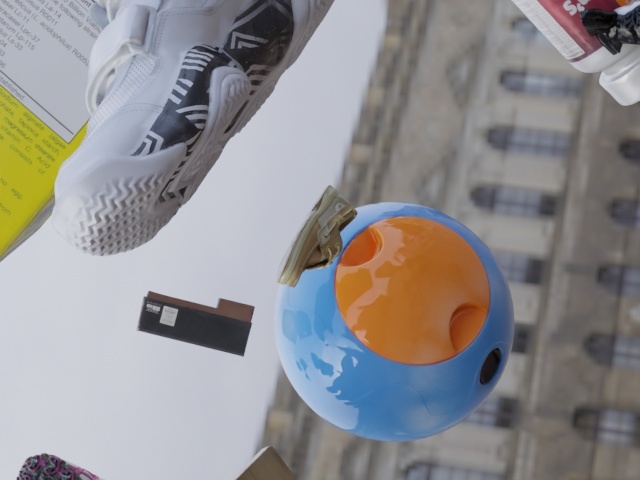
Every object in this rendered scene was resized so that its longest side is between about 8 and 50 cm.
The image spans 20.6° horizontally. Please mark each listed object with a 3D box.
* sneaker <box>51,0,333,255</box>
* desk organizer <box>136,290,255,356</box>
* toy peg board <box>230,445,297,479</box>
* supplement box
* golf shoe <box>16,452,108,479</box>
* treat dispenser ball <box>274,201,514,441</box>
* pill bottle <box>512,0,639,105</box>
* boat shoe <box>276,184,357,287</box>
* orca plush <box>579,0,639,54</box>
[{"bbox_3d":[-0.135,-0.152,1.242,0.366,0.210,0.137,-55,-1,-42],"label":"sneaker"},{"bbox_3d":[-0.146,0.091,2.071,0.050,0.130,0.047,-79,3,-66],"label":"desk organizer"},{"bbox_3d":[-0.077,0.347,1.977,0.161,0.079,0.160,55,-133,-7],"label":"toy peg board"},{"bbox_3d":[-0.281,-0.170,1.776,0.356,0.194,0.195,-47,4,17],"label":"supplement box"},{"bbox_3d":[-0.267,0.299,2.005,0.086,0.186,0.067,42,-110,-55],"label":"golf shoe"},{"bbox_3d":[0.088,0.098,2.110,0.288,0.288,0.288,7,-90,-77],"label":"treat dispenser ball"},{"bbox_3d":[0.280,-0.253,1.837,0.121,0.221,0.121,-43,12,11],"label":"pill bottle"},{"bbox_3d":[0.000,0.000,1.647,0.050,0.045,0.135,-55,3,45],"label":"boat shoe"},{"bbox_3d":[0.390,-0.244,1.680,0.102,0.287,0.151,-84,-25,-54],"label":"orca plush"}]
